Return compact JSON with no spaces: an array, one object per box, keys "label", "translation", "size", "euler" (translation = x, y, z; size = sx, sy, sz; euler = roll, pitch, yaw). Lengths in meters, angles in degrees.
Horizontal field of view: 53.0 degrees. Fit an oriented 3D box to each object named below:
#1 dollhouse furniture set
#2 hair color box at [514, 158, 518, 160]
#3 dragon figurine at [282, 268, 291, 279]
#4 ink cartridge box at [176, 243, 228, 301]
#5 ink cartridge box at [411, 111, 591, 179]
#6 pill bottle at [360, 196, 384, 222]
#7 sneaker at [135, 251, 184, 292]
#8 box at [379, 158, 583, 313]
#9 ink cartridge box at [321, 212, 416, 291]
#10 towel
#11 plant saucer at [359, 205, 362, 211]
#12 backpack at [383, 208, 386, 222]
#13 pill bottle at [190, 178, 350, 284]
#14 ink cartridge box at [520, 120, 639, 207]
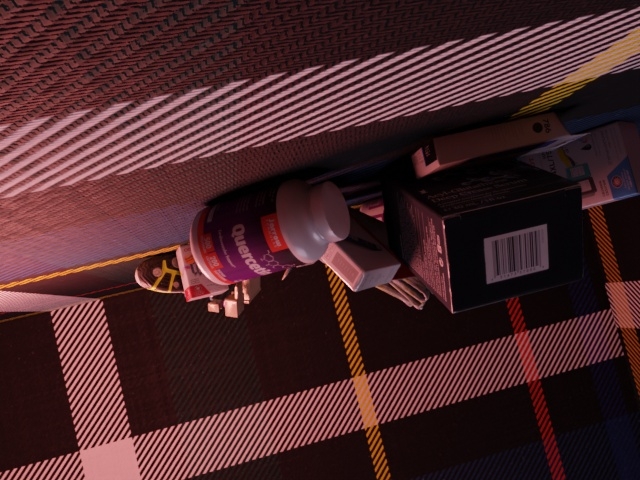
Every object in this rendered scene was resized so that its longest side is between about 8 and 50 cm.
[{"label":"dollhouse furniture set","translation":[-0.407,0.124,2.449],"size":[0.303,0.198,0.286],"euler":[7,-159,13]},{"label":"hair color box","translation":[0.530,-0.137,1.888],"size":[0.113,0.186,0.374],"euler":[-15,176,13]},{"label":"dragon figurine","translation":[-0.028,0.016,2.041],"size":[0.085,0.289,0.144],"euler":[-20,135,41]},{"label":"ink cartridge box","translation":[-0.389,0.096,2.102],"size":[0.128,0.176,0.127],"euler":[-13,173,-19]},{"label":"ink cartridge box","translation":[0.372,-0.202,1.352],"size":[0.332,0.065,0.165],"euler":[-12,176,-9]},{"label":"pill bottle","translation":[0.288,-0.078,2.007],"size":[0.301,0.169,0.169],"euler":[-15,176,25]},{"label":"sneaker","translation":[-0.477,0.111,2.245],"size":[0.384,0.145,0.147],"euler":[-7,172,-45]},{"label":"box","translation":[0.336,-0.042,1.416],"size":[0.293,0.212,0.395],"euler":[-14,-160,-9]},{"label":"ink cartridge box","translation":[0.078,-0.011,1.547],"size":[0.261,0.296,0.066],"euler":[-8,134,-48]},{"label":"towel","translation":[0.158,0.024,1.760],"size":[0.320,0.090,0.374],"euler":[27,-160,-4]},{"label":"plant saucer","translation":[0.219,-0.111,2.203],"size":[0.192,0.018,0.067],"euler":[-12,141,-15]},{"label":"backpack","translation":[0.286,-0.096,1.808],"size":[0.188,0.145,0.166],"euler":[14,-179,15]},{"label":"pill bottle","translation":[-0.107,-0.022,1.375],"size":[0.322,0.182,0.181],"euler":[-16,175,26]},{"label":"ink cartridge box","translation":[0.735,-0.189,1.778],"size":[0.270,0.198,0.197],"euler":[-18,175,39]}]
